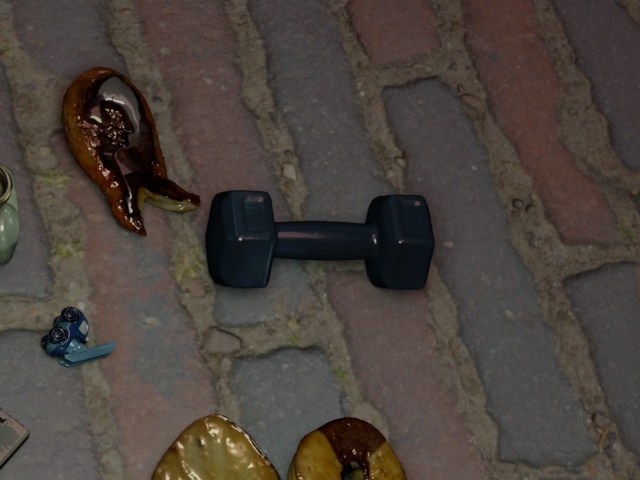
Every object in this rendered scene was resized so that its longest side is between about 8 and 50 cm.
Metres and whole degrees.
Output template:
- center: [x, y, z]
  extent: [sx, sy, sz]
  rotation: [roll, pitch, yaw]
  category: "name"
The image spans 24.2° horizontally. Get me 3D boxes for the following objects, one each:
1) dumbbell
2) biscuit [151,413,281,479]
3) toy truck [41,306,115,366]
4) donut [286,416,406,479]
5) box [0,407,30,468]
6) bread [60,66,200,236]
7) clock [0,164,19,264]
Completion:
- center: [0.000, 0.000, 2.174]
  extent: [0.325, 0.160, 0.144]
  rotation: [0, 92, -17]
  category: "dumbbell"
- center: [-0.137, 0.354, 1.992]
  extent: [0.203, 0.041, 0.260]
  rotation: [2, 60, -12]
  category: "biscuit"
- center: [-0.330, 0.139, 2.050]
  extent: [0.090, 0.056, 0.073]
  rotation: [34, 60, -12]
  category: "toy truck"
- center: [0.028, 0.327, 2.013]
  extent: [0.166, 0.073, 0.184]
  rotation: [47, 43, 0]
  category: "donut"
- center: [-0.476, 0.280, 1.929]
  extent: [0.115, 0.036, 0.177]
  rotation: [38, 57, 4]
  category: "box"
- center: [-0.294, -0.131, 2.198]
  extent: [0.139, 0.095, 0.269]
  rotation: [-25, 85, -25]
  category: "bread"
- center: [-0.536, -0.027, 2.026]
  extent: [0.243, 0.146, 0.199]
  rotation: [-1, 56, -22]
  category: "clock"
